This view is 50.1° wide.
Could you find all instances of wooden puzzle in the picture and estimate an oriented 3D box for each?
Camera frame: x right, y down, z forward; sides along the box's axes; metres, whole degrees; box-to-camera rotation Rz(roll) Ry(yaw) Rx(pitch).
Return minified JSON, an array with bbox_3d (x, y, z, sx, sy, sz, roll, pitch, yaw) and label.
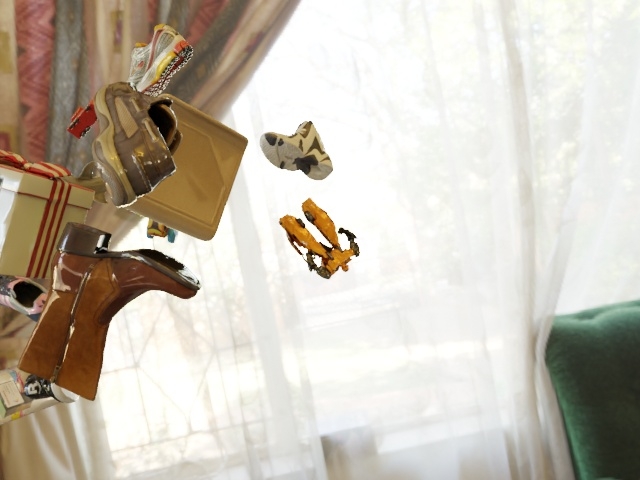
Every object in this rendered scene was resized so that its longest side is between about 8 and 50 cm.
[{"bbox_3d":[-0.276,-0.143,1.387,0.221,0.239,0.044,26,-9,-34],"label":"wooden puzzle"}]

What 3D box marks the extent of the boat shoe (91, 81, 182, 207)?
[{"bbox_3d":[-0.299,-0.177,1.158,0.130,0.132,0.355,-18,39,-4],"label":"boat shoe"}]

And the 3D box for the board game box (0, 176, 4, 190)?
[{"bbox_3d":[-0.598,-0.030,1.101,0.126,0.186,0.026,16,0,-2],"label":"board game box"}]

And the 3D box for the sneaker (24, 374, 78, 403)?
[{"bbox_3d":[-0.582,0.316,1.468,0.121,0.079,0.217,-14,-1,-7],"label":"sneaker"}]

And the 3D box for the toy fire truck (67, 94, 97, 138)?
[{"bbox_3d":[-0.654,-0.358,1.933,0.192,0.047,0.135,-34,32,34],"label":"toy fire truck"}]

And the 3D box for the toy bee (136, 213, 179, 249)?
[{"bbox_3d":[-0.504,-0.058,2.222,0.195,0.162,0.298,-1,39,-14],"label":"toy bee"}]

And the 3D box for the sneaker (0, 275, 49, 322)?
[{"bbox_3d":[-0.871,0.138,1.970,0.319,0.131,0.112,20,57,21],"label":"sneaker"}]

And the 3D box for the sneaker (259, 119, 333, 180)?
[{"bbox_3d":[-0.071,-0.263,1.800,0.235,0.153,0.094,16,-44,-35],"label":"sneaker"}]

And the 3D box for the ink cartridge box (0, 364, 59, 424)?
[{"bbox_3d":[-0.727,0.361,1.649,0.278,0.117,0.201,-18,-1,-27],"label":"ink cartridge box"}]

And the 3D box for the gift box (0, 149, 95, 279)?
[{"bbox_3d":[-0.691,-0.064,1.567,0.255,0.258,0.276,15,0,18],"label":"gift box"}]

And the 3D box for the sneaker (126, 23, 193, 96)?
[{"bbox_3d":[-0.370,-0.374,1.478,0.225,0.093,0.088,-38,0,28],"label":"sneaker"}]

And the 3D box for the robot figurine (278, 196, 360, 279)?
[{"bbox_3d":[0.000,0.000,2.371,0.211,0.291,0.085,-36,-11,-19],"label":"robot figurine"}]

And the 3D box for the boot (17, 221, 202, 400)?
[{"bbox_3d":[-0.357,0.141,1.151,0.264,0.281,0.096,19,5,0],"label":"boot"}]

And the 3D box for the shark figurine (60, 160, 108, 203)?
[{"bbox_3d":[-0.625,-0.165,1.996,0.278,0.116,0.166,-27,-28,-24],"label":"shark figurine"}]
